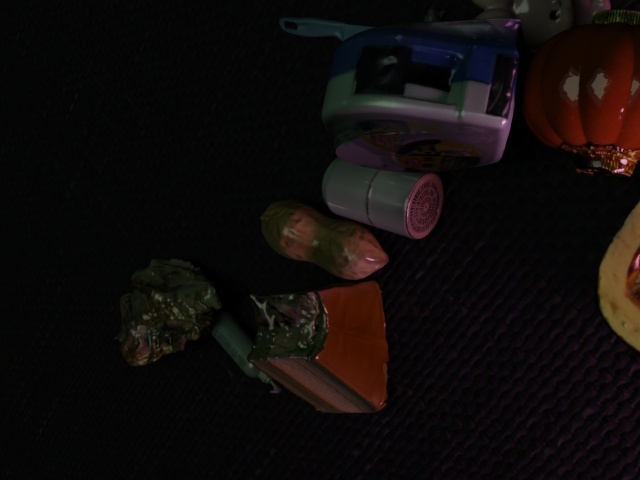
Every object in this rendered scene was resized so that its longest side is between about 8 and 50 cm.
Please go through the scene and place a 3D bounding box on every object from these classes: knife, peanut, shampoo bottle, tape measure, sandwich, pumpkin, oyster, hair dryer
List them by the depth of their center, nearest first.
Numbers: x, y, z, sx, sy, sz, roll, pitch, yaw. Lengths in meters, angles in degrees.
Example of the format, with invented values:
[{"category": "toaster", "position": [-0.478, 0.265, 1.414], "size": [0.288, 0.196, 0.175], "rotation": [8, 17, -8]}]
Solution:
[{"category": "pumpkin", "position": [0.460, 0.025, 0.997], "size": [0.190, 0.139, 0.280], "rotation": [45, 122, 30]}, {"category": "tape measure", "position": [0.135, -0.179, 1.100], "size": [0.262, 0.259, 0.138], "rotation": [3, 79, 9]}, {"category": "hair dryer", "position": [0.128, -0.194, 1.293], "size": [0.173, 0.107, 0.357], "rotation": [19, 97, 34]}, {"category": "sandwich", "position": [-0.006, 0.189, 1.353], "size": [0.155, 0.198, 0.227], "rotation": [-8, 89, 39]}, {"category": "knife", "position": [0.047, -0.342, 1.382], "size": [0.313, 0.019, 0.044], "rotation": [17, 112, 37]}, {"category": "peanut", "position": [0.000, 0.000, 1.390], "size": [0.263, 0.117, 0.101], "rotation": [22, 117, 33]}, {"category": "shampoo bottle", "position": [-0.135, 0.215, 1.555], "size": [0.195, 0.056, 0.056], "rotation": [45, 120, 27]}, {"category": "oyster", "position": [-0.325, 0.127, 1.645], "size": [0.354, 0.107, 0.201], "rotation": [-22, 59, 38]}]

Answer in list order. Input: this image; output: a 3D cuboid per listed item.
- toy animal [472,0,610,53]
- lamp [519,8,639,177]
[{"category": "toy animal", "position": [0.281, -0.295, 1.072], "size": [0.124, 0.212, 0.124], "rotation": [11, 106, 44]}, {"category": "lamp", "position": [0.356, -0.176, 1.012], "size": [0.223, 0.223, 0.197], "rotation": [7, 88, 39]}]
